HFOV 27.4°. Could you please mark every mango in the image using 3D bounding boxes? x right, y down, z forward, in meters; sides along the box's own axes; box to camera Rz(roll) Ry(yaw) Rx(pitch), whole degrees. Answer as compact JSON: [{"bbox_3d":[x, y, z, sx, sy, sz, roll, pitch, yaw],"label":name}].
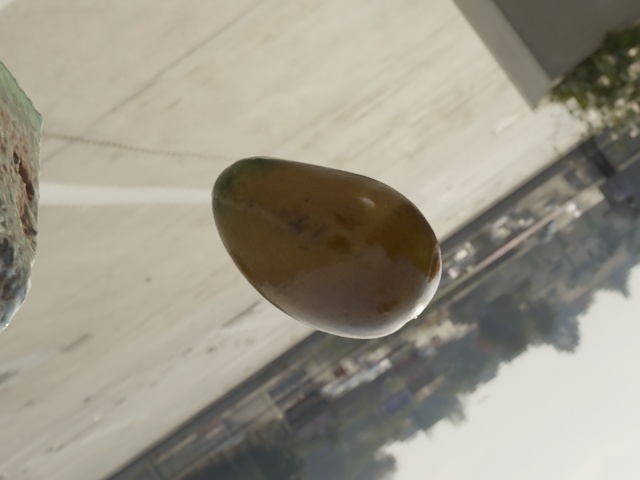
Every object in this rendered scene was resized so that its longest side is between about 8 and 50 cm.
[{"bbox_3d":[0.002,0.005,1.161,0.120,0.221,0.152,-43,142,-46],"label":"mango"}]

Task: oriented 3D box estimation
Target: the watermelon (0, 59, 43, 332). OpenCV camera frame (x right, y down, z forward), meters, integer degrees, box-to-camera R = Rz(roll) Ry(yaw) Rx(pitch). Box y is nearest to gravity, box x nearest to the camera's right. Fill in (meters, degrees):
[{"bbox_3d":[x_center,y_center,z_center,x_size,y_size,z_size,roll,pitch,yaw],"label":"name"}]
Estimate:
[{"bbox_3d":[-0.232,-0.001,0.647,0.320,0.214,0.289,-48,168,32],"label":"watermelon"}]
